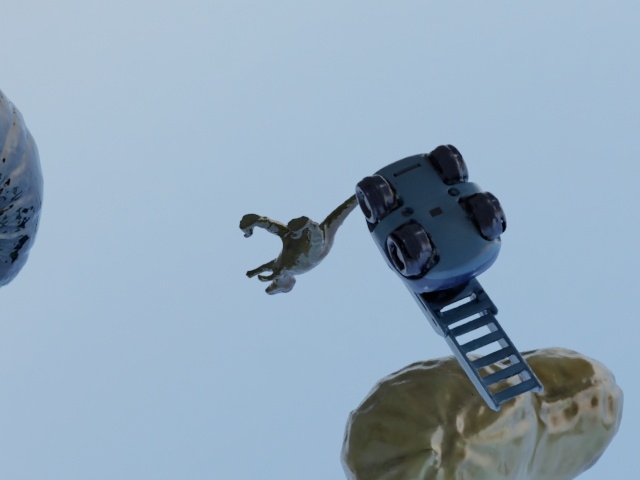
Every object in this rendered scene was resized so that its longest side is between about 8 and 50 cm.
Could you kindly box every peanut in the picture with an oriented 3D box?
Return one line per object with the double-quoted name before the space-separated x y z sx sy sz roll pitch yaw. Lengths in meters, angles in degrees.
"peanut" 0.138 0.159 1.402 0.147 0.305 0.147 -1 -92 40

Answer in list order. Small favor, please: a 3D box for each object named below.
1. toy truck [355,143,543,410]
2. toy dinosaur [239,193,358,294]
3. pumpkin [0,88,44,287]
"toy truck" 0.069 0.017 0.872 0.063 0.074 0.136 -21 -129 -12
"toy dinosaur" 0.000 0.000 1.572 0.162 0.126 0.039 -21 -121 10
"pumpkin" -0.276 -0.031 1.102 0.202 0.202 0.140 -44 -133 -13
